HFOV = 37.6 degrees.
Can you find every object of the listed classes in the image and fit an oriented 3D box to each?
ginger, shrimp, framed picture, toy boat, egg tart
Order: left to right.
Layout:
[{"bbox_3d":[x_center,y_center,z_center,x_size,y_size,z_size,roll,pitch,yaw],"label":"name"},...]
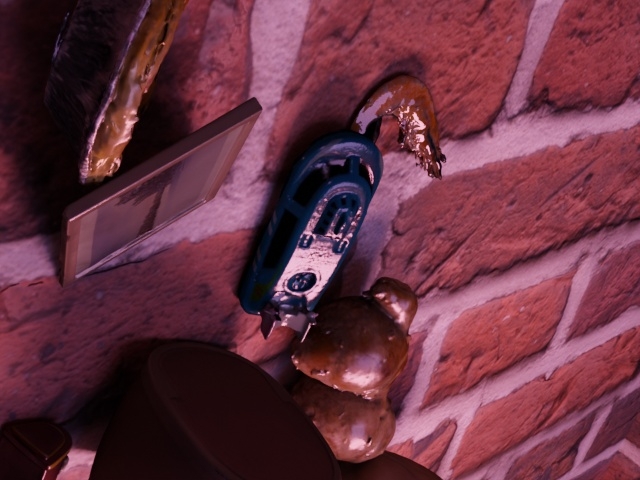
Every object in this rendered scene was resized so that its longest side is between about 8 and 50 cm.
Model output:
[{"bbox_3d":[-0.186,-0.163,0.843,0.094,0.234,0.234,22,110,-14],"label":"egg tart"},{"bbox_3d":[-0.175,-0.040,0.974,0.213,0.016,0.289,-34,177,-21],"label":"framed picture"},{"bbox_3d":[0.000,0.000,1.245,0.134,0.092,0.299,7,124,-32],"label":"toy boat"},{"bbox_3d":[0.034,0.218,1.459,0.256,0.176,0.375,8,118,-33],"label":"ginger"},{"bbox_3d":[0.111,-0.129,1.314,0.152,0.046,0.219,-45,141,-8],"label":"shrimp"}]

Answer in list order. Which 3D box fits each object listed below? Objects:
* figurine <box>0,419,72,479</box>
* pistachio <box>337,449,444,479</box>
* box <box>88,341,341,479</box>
[{"bbox_3d":[-0.365,0.299,1.190,0.098,0.082,0.154,-23,142,-62],"label":"figurine"},{"bbox_3d":[0.086,0.496,1.592,0.445,0.365,0.281,1,124,-49],"label":"pistachio"},{"bbox_3d":[-0.155,0.303,1.241,0.216,0.301,0.301,-51,146,17],"label":"box"}]
